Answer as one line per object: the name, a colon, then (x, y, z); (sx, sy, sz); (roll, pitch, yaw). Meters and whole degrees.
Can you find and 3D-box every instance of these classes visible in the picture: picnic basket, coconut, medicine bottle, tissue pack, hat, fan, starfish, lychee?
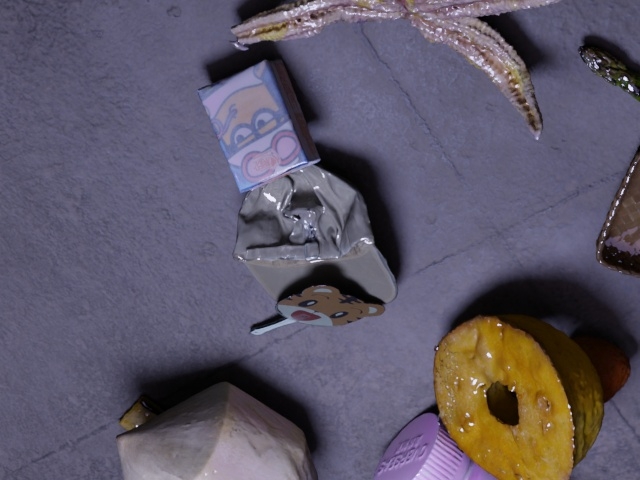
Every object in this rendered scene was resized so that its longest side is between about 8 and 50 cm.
picnic basket: (0.450, -0.042, 1.591); (0.110, 0.055, 0.193); (17, 123, 1)
coconut: (-0.178, 0.378, 1.824); (0.329, 0.329, 0.328); (5, 122, 8)
medicine bottle: (0.241, 0.419, 1.838); (0.291, 0.178, 0.178); (36, 120, -12)
tissue pack: (-0.083, -0.157, 1.588); (0.116, 0.065, 0.155); (-22, 92, 23)
hat: (0.000, 0.000, 1.697); (0.214, 0.149, 0.244); (-7, 157, 18)
fan: (-0.024, 0.114, 1.766); (0.227, 0.008, 0.152); (-22, 148, 39)
starfish: (0.123, -0.264, 1.425); (0.398, 0.132, 0.384); (23, 167, -13)
lychee: (0.387, 0.202, 1.718); (0.140, 0.101, 0.114); (-27, 117, -1)

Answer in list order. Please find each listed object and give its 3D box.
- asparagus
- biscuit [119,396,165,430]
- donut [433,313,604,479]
asparagus: (0.401, -0.206, 1.516); (0.165, 0.030, 0.036); (32, 132, -10)
biscuit: (-0.287, 0.307, 1.960); (0.083, 0.018, 0.081); (35, 121, -11)
donut: (0.291, 0.223, 1.686); (0.278, 0.108, 0.277); (29, 129, 42)
